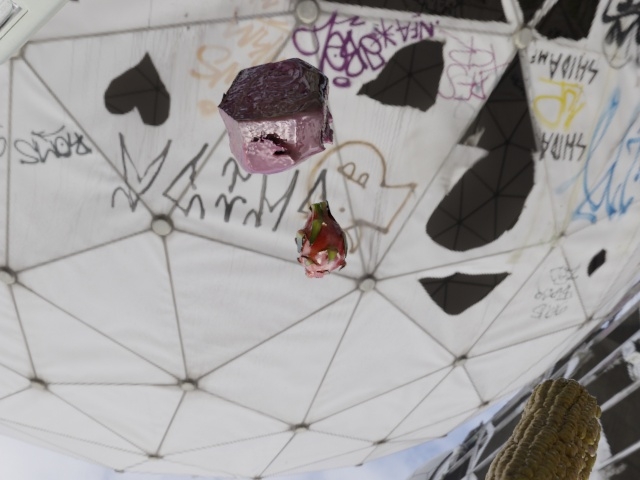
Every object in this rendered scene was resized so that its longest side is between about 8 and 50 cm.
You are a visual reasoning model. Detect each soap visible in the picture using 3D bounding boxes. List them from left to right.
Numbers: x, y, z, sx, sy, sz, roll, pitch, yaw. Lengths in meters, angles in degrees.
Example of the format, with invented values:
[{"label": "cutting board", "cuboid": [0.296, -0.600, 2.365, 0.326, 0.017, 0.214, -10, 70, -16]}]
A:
[{"label": "soap", "cuboid": [-0.085, -0.249, 1.004, 0.220, 0.127, 0.325, -7, -141, 11]}]

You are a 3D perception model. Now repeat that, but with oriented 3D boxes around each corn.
[{"label": "corn", "cuboid": [0.266, 0.249, 0.599, 0.101, 0.101, 0.291, 43, -150, 23]}]

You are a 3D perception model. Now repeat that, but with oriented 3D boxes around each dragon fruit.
[{"label": "dragon fruit", "cuboid": [0.000, -0.001, 0.776, 0.081, 0.086, 0.116, -5, -98, 0]}]

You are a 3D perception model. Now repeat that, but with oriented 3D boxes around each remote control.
[{"label": "remote control", "cuboid": [-0.289, -0.227, 0.465, 0.078, 0.221, 0.042, 43, -137, -37]}]
